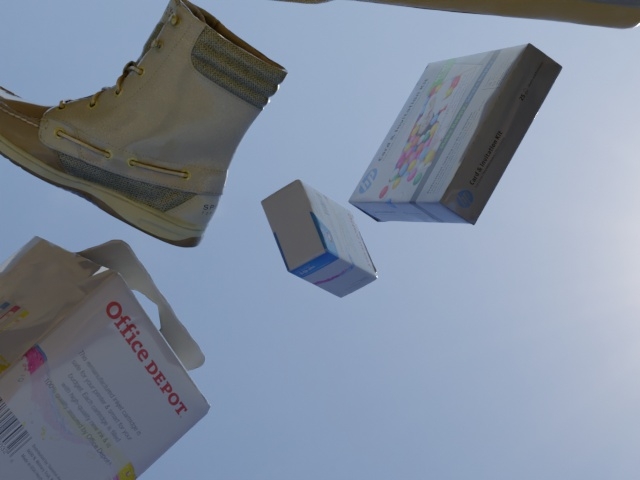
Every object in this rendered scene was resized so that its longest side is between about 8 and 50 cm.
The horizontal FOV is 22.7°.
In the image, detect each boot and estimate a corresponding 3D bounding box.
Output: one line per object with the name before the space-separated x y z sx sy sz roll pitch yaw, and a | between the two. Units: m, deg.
boot | -0.148 -0.111 1.167 0.213 0.165 0.077 28 -165 -4

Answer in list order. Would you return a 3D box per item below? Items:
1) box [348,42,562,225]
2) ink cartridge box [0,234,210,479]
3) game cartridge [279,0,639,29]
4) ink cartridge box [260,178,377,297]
box | 0.104 -0.082 1.280 0.038 0.145 0.186 33 171 -17
ink cartridge box | -0.131 0.072 0.749 0.143 0.092 0.090 -42 -147 -21
game cartridge | 0.021 -0.259 0.863 0.323 0.052 0.285 2 -109 -22
ink cartridge box | 0.000 0.000 1.646 0.122 0.052 0.088 28 -144 -58
